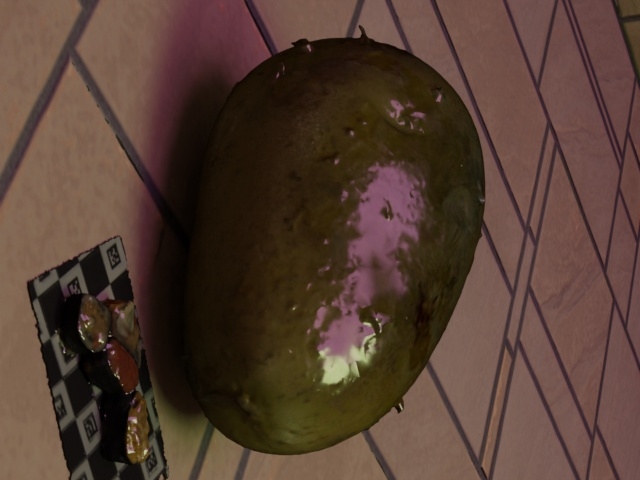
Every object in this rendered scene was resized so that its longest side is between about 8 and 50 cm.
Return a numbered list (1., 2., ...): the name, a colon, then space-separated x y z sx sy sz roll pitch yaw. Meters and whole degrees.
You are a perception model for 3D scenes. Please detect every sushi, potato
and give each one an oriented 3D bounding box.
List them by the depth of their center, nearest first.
1. sushi: -0.148 0.107 1.264 0.139 0.031 0.201 -35 117 -63
2. potato: 0.008 0.015 1.416 0.270 0.219 0.359 42 55 -44
